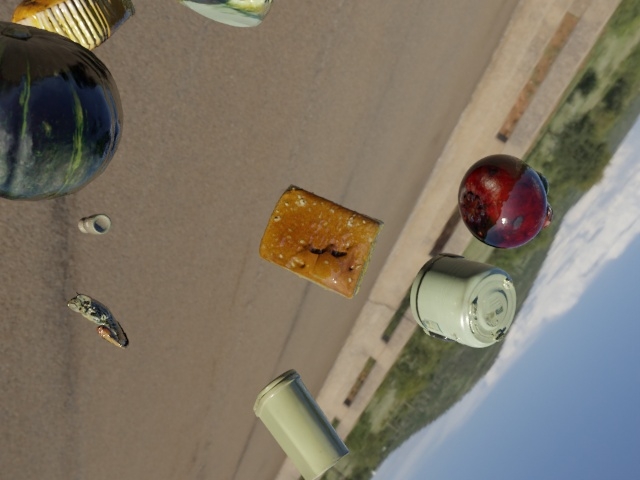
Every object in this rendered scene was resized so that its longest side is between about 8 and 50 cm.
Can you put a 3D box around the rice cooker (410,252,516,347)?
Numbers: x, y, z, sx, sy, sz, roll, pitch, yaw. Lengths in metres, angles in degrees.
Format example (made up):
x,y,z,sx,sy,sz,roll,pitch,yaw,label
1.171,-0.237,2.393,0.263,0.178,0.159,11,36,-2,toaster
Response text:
x,y,z,sx,sy,sz,roll,pitch,yaw,label
0.359,0.152,1.668,0.226,0.244,0.226,-8,104,-38,rice cooker

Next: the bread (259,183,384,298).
x,y,z,sx,sy,sz,roll,pitch,yaw,label
0.000,0.000,1.421,0.184,0.234,0.110,-68,166,2,bread

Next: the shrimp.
x,y,z,sx,sy,sz,roll,pitch,yaw,label
-0.614,0.233,1.832,0.058,0.173,0.253,-39,155,-6,shrimp

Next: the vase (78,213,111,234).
x,y,z,sx,sy,sz,roll,pitch,yaw,label
-0.584,-0.042,1.677,0.101,0.053,0.053,-1,-146,47,vase

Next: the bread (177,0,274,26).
x,y,z,sx,sy,sz,roll,pitch,yaw,label
-0.254,-0.665,1.530,0.239,0.395,0.263,-141,-118,-70,bread

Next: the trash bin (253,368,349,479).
x,y,z,sx,sy,sz,roll,pitch,yaw,label
-0.053,0.475,1.650,0.121,0.247,0.243,-30,164,-23,trash bin

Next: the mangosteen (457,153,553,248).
x,y,z,sx,sy,sz,roll,pitch,yaw,label
0.360,-0.079,1.246,0.200,0.200,0.200,-49,166,-17,mangosteen

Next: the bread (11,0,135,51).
x,y,z,sx,sy,sz,roll,pitch,yaw,label
-0.556,-0.520,1.477,0.156,0.204,0.288,63,37,-31,bread

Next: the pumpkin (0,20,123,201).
x,y,z,sx,sy,sz,roll,pitch,yaw,label
-0.464,-0.204,0.995,0.323,0.323,0.241,-32,150,-57,pumpkin
